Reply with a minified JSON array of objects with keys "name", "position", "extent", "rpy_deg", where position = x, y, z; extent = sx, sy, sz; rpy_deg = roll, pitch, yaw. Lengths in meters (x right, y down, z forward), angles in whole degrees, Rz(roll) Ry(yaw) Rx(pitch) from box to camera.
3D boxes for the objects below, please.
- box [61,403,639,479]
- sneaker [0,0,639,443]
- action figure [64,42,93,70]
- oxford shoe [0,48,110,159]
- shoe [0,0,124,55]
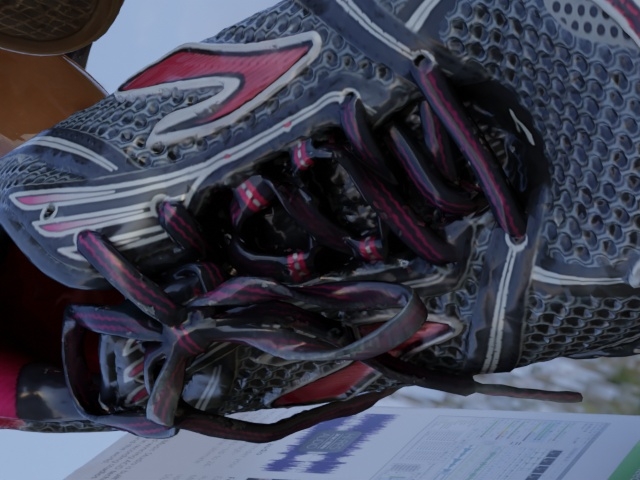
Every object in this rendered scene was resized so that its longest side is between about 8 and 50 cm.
[{"name":"box","position":[0.015,0.134,0.708],"extent":[0.232,0.322,0.058],"rpy_deg":[-34,-63,-55]},{"name":"sneaker","position":[0.000,0.000,0.446],"extent":[0.112,0.299,0.121],"rpy_deg":[-29,-86,-38]},{"name":"action figure","position":[-0.174,-0.086,1.030],"extent":[0.099,0.185,0.285],"rpy_deg":[-68,-4,-52]},{"name":"oxford shoe","position":[-0.117,-0.044,0.933],"extent":[0.076,0.212,0.076],"rpy_deg":[-47,4,-18]},{"name":"shoe","position":[-0.157,-0.122,0.535],"extent":[0.219,0.076,0.058],"rpy_deg":[24,-136,-25]}]
